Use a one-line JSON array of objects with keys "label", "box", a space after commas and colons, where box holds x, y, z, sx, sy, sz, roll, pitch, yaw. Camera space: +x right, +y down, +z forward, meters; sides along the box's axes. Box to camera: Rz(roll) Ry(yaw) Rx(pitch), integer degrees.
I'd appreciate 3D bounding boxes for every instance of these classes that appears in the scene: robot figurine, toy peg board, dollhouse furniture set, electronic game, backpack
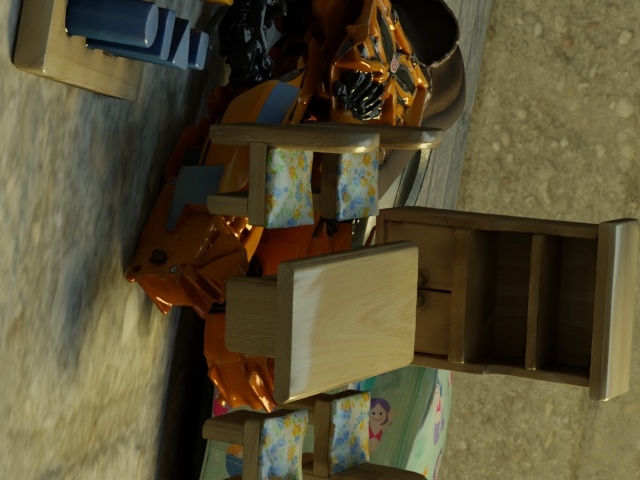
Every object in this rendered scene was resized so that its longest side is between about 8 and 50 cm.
[{"label": "robot figurine", "box": [-0.013, -0.049, 1.081, 0.291, 0.085, 0.211, -66, 145, -29]}, {"label": "toy peg board", "box": [-0.068, -0.145, 0.797, 0.161, 0.079, 0.160, -1, 101, -81]}, {"label": "dollhouse furniture set", "box": [0.061, 0.041, 0.980, 0.242, 0.161, 0.212, -9, 103, -58]}, {"label": "electronic game", "box": [0.073, -0.069, 1.723, 0.229, 0.048, 0.229, 18, 90, -81]}, {"label": "backpack", "box": [-0.005, 0.123, 1.227, 0.225, 0.191, 0.253, -52, 146, -71]}]

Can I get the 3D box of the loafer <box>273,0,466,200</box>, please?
[{"label": "loafer", "box": [0.041, -0.139, 1.341, 0.366, 0.134, 0.130, -63, 159, -61]}]
